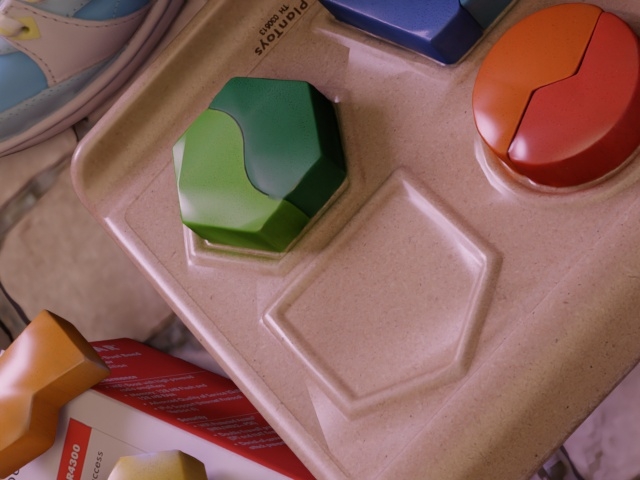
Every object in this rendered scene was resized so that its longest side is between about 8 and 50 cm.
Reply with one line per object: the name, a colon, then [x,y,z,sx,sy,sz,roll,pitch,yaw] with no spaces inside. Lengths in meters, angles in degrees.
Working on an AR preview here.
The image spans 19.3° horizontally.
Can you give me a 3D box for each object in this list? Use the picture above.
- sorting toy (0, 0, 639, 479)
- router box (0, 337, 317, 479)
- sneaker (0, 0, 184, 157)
sorting toy: [0.000,0.000,0.667,0.307,0.041,0.229,-47,55,4]
router box: [-0.024,0.240,0.725,0.301,0.082,0.335,20,103,34]
sneaker: [-0.110,-0.140,0.688,0.319,0.208,0.127,-45,80,22]
